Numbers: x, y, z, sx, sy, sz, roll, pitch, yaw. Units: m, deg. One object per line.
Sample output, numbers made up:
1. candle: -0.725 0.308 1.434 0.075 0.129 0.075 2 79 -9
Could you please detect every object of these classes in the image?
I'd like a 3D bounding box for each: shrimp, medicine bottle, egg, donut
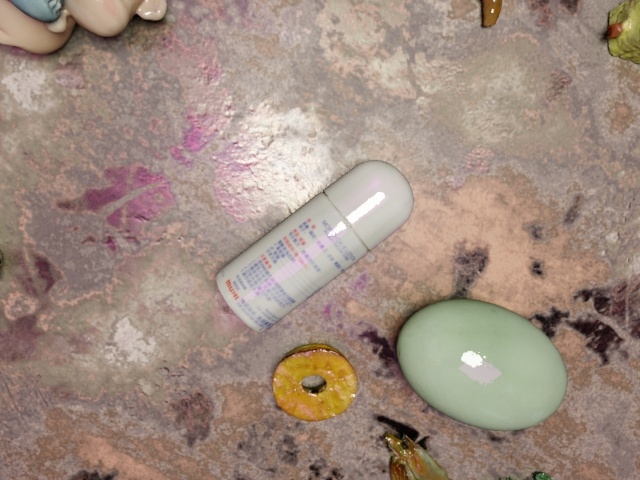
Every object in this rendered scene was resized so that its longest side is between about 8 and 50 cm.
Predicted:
1. shrimp: 0.182 0.460 0.846 0.115 0.051 0.217 -33 102 4
2. medicine bottle: 0.000 0.000 0.718 0.341 0.130 0.130 -38 99 4
3. egg: 0.264 0.203 0.730 0.283 0.203 0.202 16 98 -1
4. donut: -0.011 0.253 0.795 0.152 0.058 0.151 0 99 -2

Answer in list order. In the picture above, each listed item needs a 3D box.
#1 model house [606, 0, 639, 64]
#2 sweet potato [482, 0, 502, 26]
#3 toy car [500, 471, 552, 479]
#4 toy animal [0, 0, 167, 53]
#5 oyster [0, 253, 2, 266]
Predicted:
1. model house: 0.600 -0.353 0.666 0.254 0.196 0.159 -12 102 -1
2. sweet potato: 0.237 -0.500 0.683 0.066 0.072 0.314 -22 103 15
3. toy car: 0.389 0.504 0.862 0.143 0.054 0.073 -13 101 -5
4. toy animal: -0.375 -0.374 0.617 0.221 0.229 0.210 4 136 35
5. oyster: -0.577 -0.002 0.723 0.109 0.053 0.165 -1 109 23
